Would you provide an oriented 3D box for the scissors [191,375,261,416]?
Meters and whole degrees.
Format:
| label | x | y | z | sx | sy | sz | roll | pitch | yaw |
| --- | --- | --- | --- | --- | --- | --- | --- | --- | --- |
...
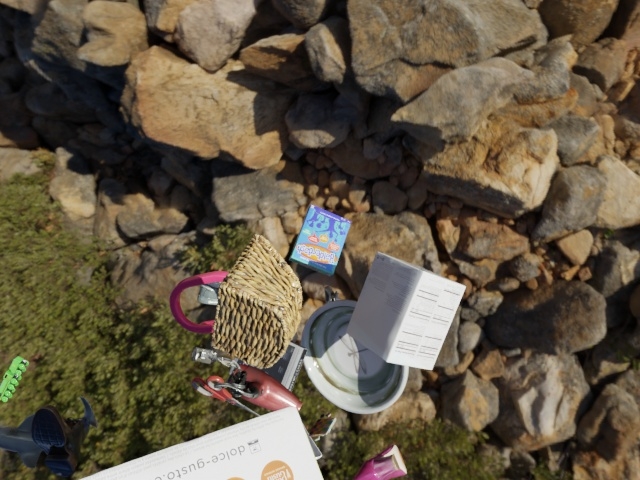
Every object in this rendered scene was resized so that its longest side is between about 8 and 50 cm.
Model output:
| label | x | y | z | sx | sy | sz | roll | pitch | yaw |
| --- | --- | --- | --- | --- | --- | --- | --- | --- | --- |
| scissors | -0.311 | 0.528 | 1.651 | 0.108 | 0.021 | 0.297 | -19 | 130 | 18 |

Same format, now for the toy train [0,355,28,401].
| label | x | y | z | sx | sy | sz | roll | pitch | yaw |
| --- | --- | --- | --- | --- | --- | --- | --- | --- | --- |
| toy train | -0.491 | 0.220 | 0.787 | 0.023 | 0.017 | 0.083 | 31 | 101 | -6 |

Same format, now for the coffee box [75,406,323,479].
| label | x | y | z | sx | sy | sz | roll | pitch | yaw |
| --- | --- | --- | --- | --- | --- | --- | --- | --- | --- |
| coffee box | -0.175 | 0.505 | 0.754 | 0.335 | 0.337 | 0.338 | 65 | 146 | 24 |

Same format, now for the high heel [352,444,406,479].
| label | x | y | z | sx | sy | sz | roll | pitch | yaw |
| --- | --- | --- | --- | --- | --- | --- | --- | --- | --- |
| high heel | 0.159 | 0.605 | 1.313 | 0.117 | 0.244 | 0.082 | -25 | 71 | 6 |

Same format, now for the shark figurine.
| label | x | y | z | sx | sy | sz | roll | pitch | yaw |
| --- | --- | --- | --- | --- | --- | --- | --- | --- | --- |
| shark figurine | -0.697 | 0.509 | 1.258 | 0.278 | 0.116 | 0.166 | -8 | 133 | -14 |

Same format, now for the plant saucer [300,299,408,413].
| label | x | y | z | sx | sy | sz | roll | pitch | yaw |
| --- | --- | --- | --- | --- | --- | --- | --- | --- | --- |
| plant saucer | 0.124 | 0.388 | 1.711 | 0.400 | 0.100 | 0.401 | 7 | 104 | 28 |

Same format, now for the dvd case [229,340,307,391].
| label | x | y | z | sx | sy | sz | roll | pitch | yaw |
| --- | --- | --- | --- | --- | --- | --- | --- | --- | --- |
| dvd case | -0.167 | 0.378 | 1.547 | 0.238 | 0.029 | 0.180 | 16 | 82 | 35 |

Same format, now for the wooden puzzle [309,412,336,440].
| label | x | y | z | sx | sy | sz | roll | pitch | yaw |
| --- | --- | --- | --- | --- | --- | --- | --- | --- | --- |
| wooden puzzle | 0.005 | 0.410 | 1.092 | 0.049 | 0.083 | 0.006 | -18 | 106 | 35 |

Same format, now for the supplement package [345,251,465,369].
| label | x | y | z | sx | sy | sz | roll | pitch | yaw |
| --- | --- | --- | --- | --- | --- | --- | --- | --- | --- |
| supplement package | 0.244 | 0.202 | 1.440 | 0.198 | 0.199 | 0.263 | 19 | 94 | -36 |

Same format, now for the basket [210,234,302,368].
| label | x | y | z | sx | sy | sz | roll | pitch | yaw |
| --- | --- | --- | --- | --- | --- | --- | --- | --- | --- |
| basket | -0.148 | 0.172 | 1.346 | 0.213 | 0.223 | 0.299 | 23 | 134 | 4 |

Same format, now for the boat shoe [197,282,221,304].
| label | x | y | z | sx | sy | sz | roll | pitch | yaw |
| --- | --- | --- | --- | --- | --- | --- | --- | --- | --- |
| boat shoe | -0.350 | 0.222 | 1.915 | 0.116 | 0.319 | 0.099 | 22 | 85 | 36 |

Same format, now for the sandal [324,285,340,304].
| label | x | y | z | sx | sy | sz | roll | pitch | yaw |
| --- | --- | --- | --- | --- | --- | --- | --- | --- | --- |
| sandal | 0.062 | 0.237 | 1.972 | 0.054 | 0.254 | 0.097 | -12 | 72 | 10 |

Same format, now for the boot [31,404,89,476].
| label | x | y | z | sx | sy | sz | roll | pitch | yaw |
| --- | --- | --- | --- | --- | --- | --- | --- | --- | --- |
| boot | -0.604 | 0.438 | 1.161 | 0.082 | 0.106 | 0.219 | 5 | 120 | 0 |

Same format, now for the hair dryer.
| label | x | y | z | sx | sy | sz | roll | pitch | yaw |
| --- | --- | --- | --- | --- | --- | --- | --- | --- | --- |
| hair dryer | -0.159 | 0.351 | 1.143 | 0.293 | 0.223 | 0.080 | 31 | 87 | -37 |

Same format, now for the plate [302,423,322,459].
| label | x | y | z | sx | sy | sz | roll | pitch | yaw |
| --- | --- | --- | --- | --- | --- | --- | --- | --- | --- |
| plate | -0.170 | 0.824 | 1.985 | 0.277 | 0.277 | 0.045 | -3 | 105 | -23 |

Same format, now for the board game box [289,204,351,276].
| label | x | y | z | sx | sy | sz | roll | pitch | yaw |
| --- | --- | --- | --- | --- | --- | --- | --- | --- | --- |
| board game box | 0.000 | 0.000 | 1.738 | 0.160 | 0.211 | 0.047 | 22 | 162 | -8 |

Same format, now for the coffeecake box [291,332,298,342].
| label | x | y | z | sx | sy | sz | roll | pitch | yaw |
| --- | --- | --- | --- | --- | --- | --- | --- | --- | --- |
| coffeecake box | -0.164 | 0.349 | 1.868 | 0.068 | 0.143 | 0.186 | -3 | 145 | -30 |

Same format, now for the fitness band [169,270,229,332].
| label | x | y | z | sx | sy | sz | roll | pitch | yaw |
| --- | --- | --- | --- | --- | --- | --- | --- | --- | --- |
| fitness band | -0.382 | 0.214 | 1.725 | 0.290 | 0.054 | 0.209 | -13 | 106 | 13 |
